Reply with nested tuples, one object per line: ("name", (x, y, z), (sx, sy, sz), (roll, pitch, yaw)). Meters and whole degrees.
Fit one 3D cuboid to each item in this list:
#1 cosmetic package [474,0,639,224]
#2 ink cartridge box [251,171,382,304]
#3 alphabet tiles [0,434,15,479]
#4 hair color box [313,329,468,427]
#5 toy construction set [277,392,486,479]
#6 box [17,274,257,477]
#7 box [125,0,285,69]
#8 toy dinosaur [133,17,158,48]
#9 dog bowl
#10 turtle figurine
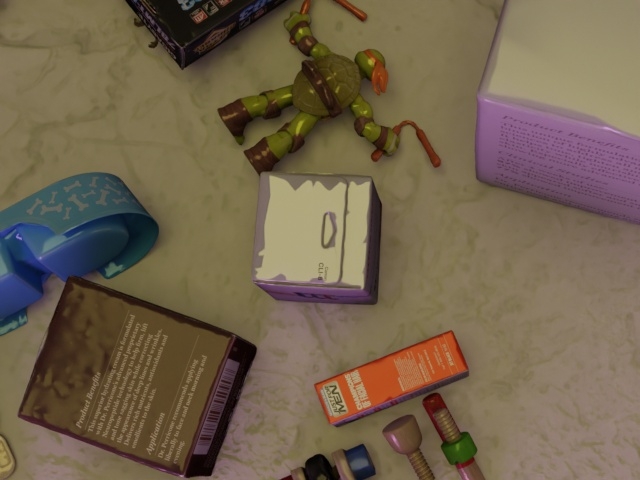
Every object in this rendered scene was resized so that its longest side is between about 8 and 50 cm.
("cosmetic package", (0.359, -0.209, 1.467), (0.330, 0.393, 0.327), (16, 83, 7))
("ink cartridge box", (0.000, 0.000, 1.582), (0.127, 0.176, 0.128), (3, 81, 6))
("alphabet tiles", (-0.516, 0.255, 1.646), (0.278, 0.021, 0.284), (-24, 89, -6))
("hair color box", (0.082, 0.158, 1.592), (0.167, 0.093, 0.053), (-23, 79, 2))
("toy construction set", (0.074, 0.346, 1.532), (0.309, 0.257, 0.237), (-32, 98, -22))
("box", (-0.201, 0.157, 1.583), (0.203, 0.167, 0.168), (20, 84, 9))
("box", (-0.136, -0.401, 1.685), (0.295, 0.073, 0.293), (-37, 80, -12))
("toy dinosaur", (-0.177, -0.295, 1.719), (0.093, 0.053, 0.183), (8, 76, -6))
("dog bowl", (-0.337, 0.019, 1.627), (0.297, 0.166, 0.074), (-29, 68, 1))
("turtle figurine", (0.003, -0.158, 1.651), (0.217, 0.087, 0.269), (-33, 80, 0))
